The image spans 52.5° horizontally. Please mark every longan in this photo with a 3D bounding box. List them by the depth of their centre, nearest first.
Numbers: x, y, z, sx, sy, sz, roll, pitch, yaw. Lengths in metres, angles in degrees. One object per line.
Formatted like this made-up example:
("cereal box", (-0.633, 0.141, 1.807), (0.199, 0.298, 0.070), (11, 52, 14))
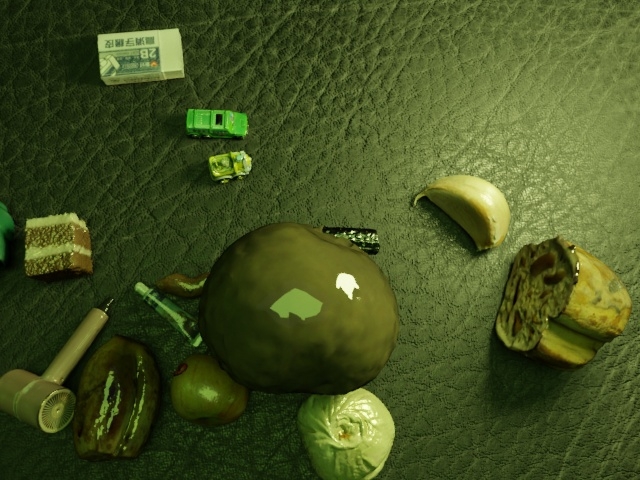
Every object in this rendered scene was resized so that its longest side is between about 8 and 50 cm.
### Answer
("longan", (-0.049, 0.145, 1.454), (0.435, 0.404, 0.404), (-2, 80, -2))

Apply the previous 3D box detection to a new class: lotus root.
("lotus root", (-0.461, 0.365, 1.501), (0.193, 0.193, 0.291), (5, 73, -2))
("lotus root", (0.591, 0.172, 1.544), (0.250, 0.316, 0.316), (27, 79, -6))

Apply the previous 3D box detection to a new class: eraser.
("eraser", (-0.472, -0.485, 1.711), (0.210, 0.068, 0.125), (-6, 79, -5))

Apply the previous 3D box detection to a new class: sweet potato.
("sweet potato", (-0.301, 0.110, 1.617), (0.218, 0.051, 0.065), (-3, 77, -3))

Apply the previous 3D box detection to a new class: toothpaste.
("toothpaste", (-0.372, 0.177, 1.610), (0.216, 0.037, 0.062), (39, 79, -1))

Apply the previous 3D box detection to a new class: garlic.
("garlic", (0.379, -0.086, 1.664), (0.245, 0.145, 0.164), (38, 111, 6))

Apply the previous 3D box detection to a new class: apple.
("apple", (-0.258, 0.346, 1.516), (0.182, 0.182, 0.155), (4, 57, -2))

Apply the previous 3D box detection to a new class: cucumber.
("cucumber", (0.000, -0.001, 1.644), (0.300, 0.072, 0.072), (1, 79, -3))

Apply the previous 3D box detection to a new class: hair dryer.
("hair dryer", (-0.607, 0.274, 1.548), (0.189, 0.107, 0.344), (10, 55, 32))

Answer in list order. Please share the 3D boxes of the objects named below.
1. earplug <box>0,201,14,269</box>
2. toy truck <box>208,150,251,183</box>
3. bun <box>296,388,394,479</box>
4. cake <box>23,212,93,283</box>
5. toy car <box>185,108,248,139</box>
("earplug", (-0.869, 0.021, 1.573), (0.257, 0.164, 0.280), (9, 63, 35))
("toy truck", (-0.232, -0.196, 1.664), (0.111, 0.077, 0.076), (-15, 81, -6))
("bun", (0.057, 0.464, 1.524), (0.243, 0.153, 0.244), (0, 82, 0))
("cake", (-0.637, 0.017, 1.573), (0.134, 0.135, 0.147), (-12, 81, -3))
("toy car", (-0.270, -0.305, 1.690), (0.165, 0.062, 0.071), (2, 79, -3))
